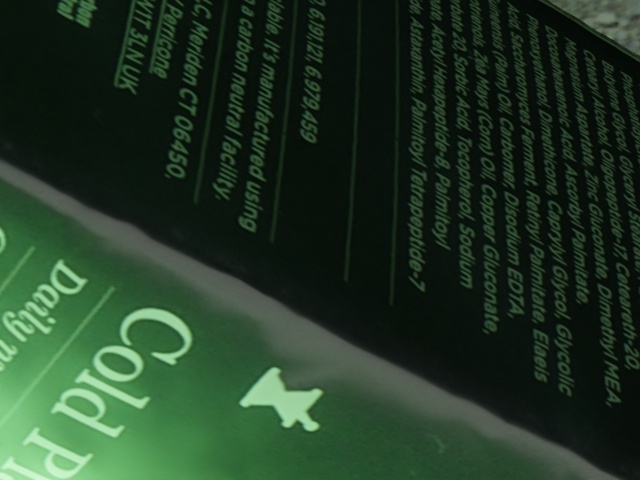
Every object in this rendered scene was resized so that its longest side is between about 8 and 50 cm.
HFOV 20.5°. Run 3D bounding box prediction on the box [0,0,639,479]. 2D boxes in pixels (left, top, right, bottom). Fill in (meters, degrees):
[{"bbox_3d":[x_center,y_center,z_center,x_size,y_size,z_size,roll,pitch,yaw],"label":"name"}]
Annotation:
[{"bbox_3d":[-0.043,0.116,0.809,0.471,0.297,0.480,27,127,-21],"label":"box"}]
